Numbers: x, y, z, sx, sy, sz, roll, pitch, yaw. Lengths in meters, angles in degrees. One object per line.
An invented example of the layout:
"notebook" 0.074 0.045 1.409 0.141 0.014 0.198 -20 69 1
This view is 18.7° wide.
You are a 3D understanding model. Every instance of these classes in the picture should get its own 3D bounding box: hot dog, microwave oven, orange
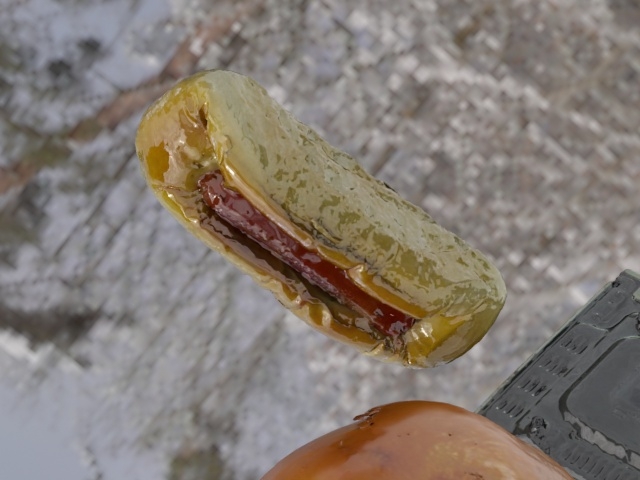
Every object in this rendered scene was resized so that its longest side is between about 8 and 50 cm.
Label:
"hot dog" 0.000 0.000 1.108 0.242 0.084 0.073 37 -144 -19
"microwave oven" 0.337 0.222 1.708 0.355 0.218 0.286 30 -126 33
"orange" 0.050 0.209 1.028 0.240 0.240 0.240 28 -146 -21
